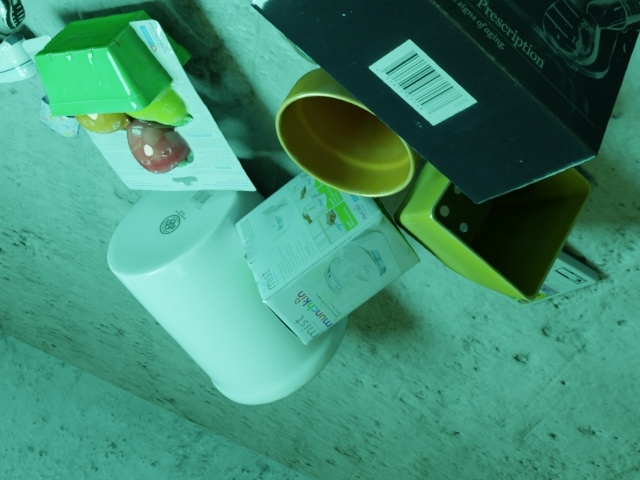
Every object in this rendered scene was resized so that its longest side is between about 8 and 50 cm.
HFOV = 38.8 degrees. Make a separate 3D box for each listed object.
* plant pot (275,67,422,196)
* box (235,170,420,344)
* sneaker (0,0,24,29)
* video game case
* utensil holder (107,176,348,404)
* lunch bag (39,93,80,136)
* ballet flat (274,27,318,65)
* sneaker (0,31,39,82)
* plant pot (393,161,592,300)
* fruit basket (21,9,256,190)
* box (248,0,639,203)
[{"bbox_3d":[0.067,-0.197,1.281,0.205,0.188,0.205,20,150,12],"label":"plant pot"},{"bbox_3d":[0.000,0.000,1.486,0.127,0.231,0.262,48,-173,-32],"label":"box"},{"bbox_3d":[-0.553,-0.419,1.593,0.044,0.040,0.109,34,150,22],"label":"sneaker"},{"bbox_3d":[0.335,0.042,1.575,0.212,0.023,0.193,28,151,-19],"label":"video game case"},{"bbox_3d":[-0.179,0.081,1.776,0.328,0.327,0.385,-2,138,41],"label":"utensil holder"},{"bbox_3d":[-0.508,-0.249,1.796,0.083,0.053,0.071,37,148,2],"label":"lunch bag"},{"bbox_3d":[-0.056,-0.341,1.297,0.213,0.072,0.068,48,172,-31],"label":"ballet flat"},{"bbox_3d":[-0.626,-0.347,1.722,0.258,0.094,0.091,-2,121,34],"label":"sneaker"},{"bbox_3d":[0.237,-0.051,1.372,0.212,0.212,0.187,38,161,-19],"label":"plant pot"},{"bbox_3d":[-0.304,-0.222,1.563,0.327,0.165,0.353,2,143,36],"label":"fruit basket"},{"bbox_3d":[0.158,-0.276,0.964,0.343,0.312,0.179,38,148,-19],"label":"box"}]
